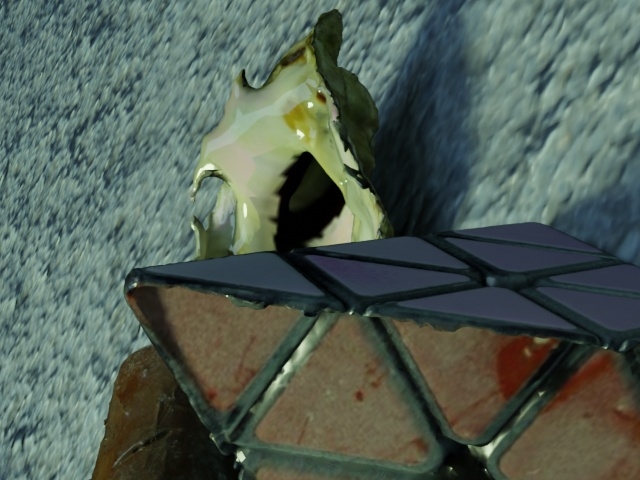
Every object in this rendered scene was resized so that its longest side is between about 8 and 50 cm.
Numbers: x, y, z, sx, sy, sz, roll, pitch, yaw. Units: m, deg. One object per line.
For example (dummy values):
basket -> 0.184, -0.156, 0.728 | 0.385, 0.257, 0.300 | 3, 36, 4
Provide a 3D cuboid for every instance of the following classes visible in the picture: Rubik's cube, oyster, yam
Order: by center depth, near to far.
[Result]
Rubik's cube -> 0.087, 0.035, 0.562 | 0.190, 0.211, 0.178 | -15, 25, 25
oyster -> -0.004, 0.008, 0.779 | 0.133, 0.072, 0.209 | -45, 50, 32
yam -> -0.073, 0.126, 0.806 | 0.079, 0.079, 0.141 | -44, 30, 45
